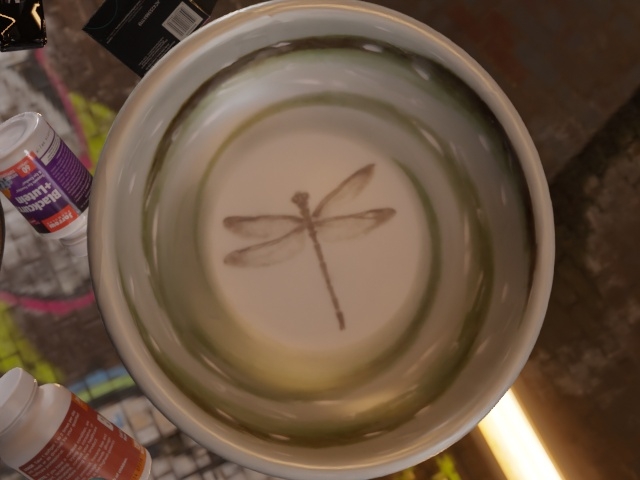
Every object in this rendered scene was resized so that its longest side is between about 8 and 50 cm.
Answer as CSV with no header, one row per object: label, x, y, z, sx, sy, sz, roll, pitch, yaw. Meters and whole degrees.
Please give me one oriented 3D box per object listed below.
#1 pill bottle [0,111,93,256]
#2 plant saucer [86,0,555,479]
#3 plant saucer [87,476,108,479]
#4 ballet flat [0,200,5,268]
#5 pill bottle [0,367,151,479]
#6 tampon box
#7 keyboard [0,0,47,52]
pill bottle,-0.364,-0.070,1.686,0.193,0.108,0.108,54,-10,-34
plant saucer,0.000,0.000,1.061,0.401,0.400,0.100,67,-16,-2
plant saucer,-0.251,0.336,1.455,0.021,0.119,0.119,-9,-70,26
ballet flat,-0.262,-0.029,0.884,0.074,0.074,0.203,122,-37,-67
pill bottle,-0.332,0.262,1.604,0.216,0.121,0.121,43,-11,-23
tampon box,-0.190,-0.284,1.482,0.101,0.120,0.161,40,27,-15
keyboard,-0.470,-0.361,1.877,0.038,0.100,0.192,113,-32,-61
